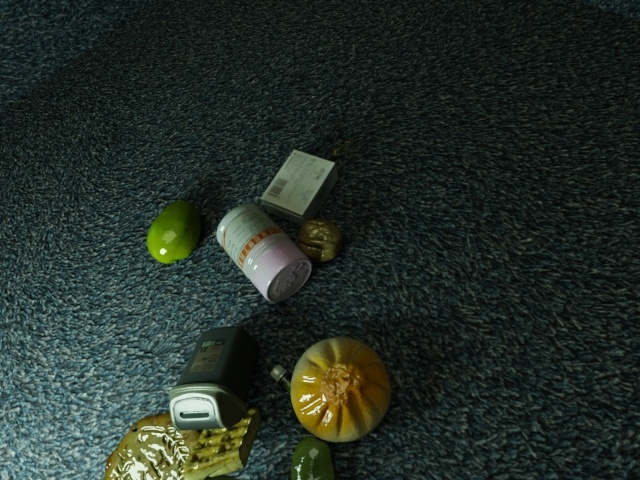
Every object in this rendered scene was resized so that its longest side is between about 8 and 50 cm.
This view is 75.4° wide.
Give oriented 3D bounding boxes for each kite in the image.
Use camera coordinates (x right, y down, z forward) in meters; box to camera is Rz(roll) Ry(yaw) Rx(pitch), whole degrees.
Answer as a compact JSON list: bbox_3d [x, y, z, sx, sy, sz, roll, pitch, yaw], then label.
[{"bbox_3d":[0.092,-0.384,1.721,0.122,0.004,0.090,-36,61,-9],"label":"kite"}]

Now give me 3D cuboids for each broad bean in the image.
[{"bbox_3d":[-0.021,0.637,1.142,0.124,0.082,0.175,-3,60,9],"label":"broad bean"}]

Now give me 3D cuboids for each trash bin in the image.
[{"bbox_3d":[-0.309,0.414,1.235,0.209,0.182,0.290,-14,38,24],"label":"trash bin"}]

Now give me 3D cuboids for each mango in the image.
[{"bbox_3d":[-0.550,-0.038,1.589,0.185,0.149,0.273,11,60,19],"label":"mango"}]

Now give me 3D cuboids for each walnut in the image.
[{"bbox_3d":[0.000,0.000,1.457,0.166,0.149,0.167,1,96,14],"label":"walnut"}]

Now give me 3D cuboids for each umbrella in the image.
[{"bbox_3d":[-0.354,-0.051,1.616,0.269,0.044,0.044,-26,32,-1],"label":"umbrella"}]

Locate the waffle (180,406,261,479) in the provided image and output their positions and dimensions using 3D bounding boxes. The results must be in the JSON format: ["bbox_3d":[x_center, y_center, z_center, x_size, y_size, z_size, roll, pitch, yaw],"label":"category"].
[{"bbox_3d":[-0.265,0.559,1.148,0.167,0.274,0.057,-18,92,1],"label":"waffle"}]

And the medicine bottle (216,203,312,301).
[{"bbox_3d":[-0.198,0.038,1.440,0.202,0.202,0.316,-41,61,-11],"label":"medicine bottle"}]

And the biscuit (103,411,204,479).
[{"bbox_3d":[-0.488,0.698,1.232,0.358,0.046,0.359,-6,60,10],"label":"biscuit"}]

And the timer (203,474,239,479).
[{"bbox_3d":[-0.319,0.810,1.034,0.315,0.290,0.291,-42,59,12],"label":"timer"}]

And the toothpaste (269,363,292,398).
[{"bbox_3d":[-0.072,0.462,1.275,0.193,0.045,0.071,40,74,21],"label":"toothpaste"}]

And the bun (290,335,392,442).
[{"bbox_3d":[0.061,0.414,1.183,0.298,0.165,0.299,-1,64,1],"label":"bun"}]

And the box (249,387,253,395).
[{"bbox_3d":[-0.257,0.467,1.320,0.054,0.024,0.083,-34,59,-9],"label":"box"}]

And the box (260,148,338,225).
[{"bbox_3d":[-0.077,-0.203,1.598,0.194,0.111,0.260,24,67,22],"label":"box"}]
